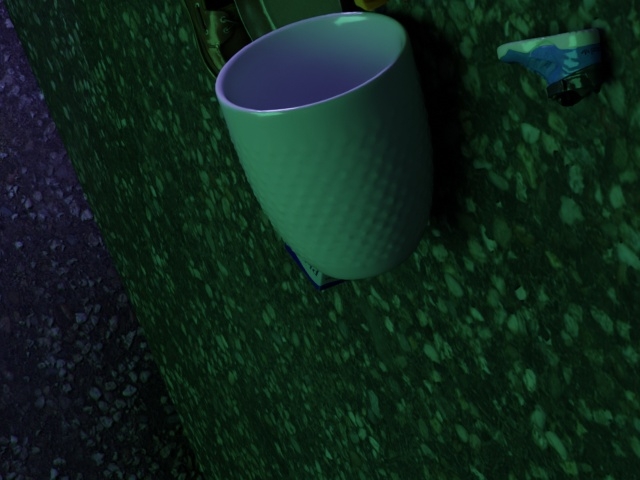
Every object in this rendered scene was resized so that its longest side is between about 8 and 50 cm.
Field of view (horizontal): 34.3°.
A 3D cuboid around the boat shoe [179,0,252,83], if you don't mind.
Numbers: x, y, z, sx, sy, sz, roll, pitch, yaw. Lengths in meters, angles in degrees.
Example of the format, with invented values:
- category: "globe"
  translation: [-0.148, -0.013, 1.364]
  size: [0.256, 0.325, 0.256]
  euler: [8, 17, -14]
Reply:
- category: "boat shoe"
  translation: [-0.171, -0.386, 1.859]
  size: [0.307, 0.111, 0.104]
  euler: [58, 151, 11]

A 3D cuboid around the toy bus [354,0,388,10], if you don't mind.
- category: "toy bus"
  translation: [0.069, -0.383, 1.370]
  size: [0.211, 0.149, 0.220]
  euler: [47, 155, 4]

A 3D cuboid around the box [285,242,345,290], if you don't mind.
- category: "box"
  translation: [0.000, 0.000, 1.894]
  size: [0.126, 0.072, 0.137]
  euler: [52, 152, 31]

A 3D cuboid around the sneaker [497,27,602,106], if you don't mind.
- category: "sneaker"
  translation: [0.266, -0.195, 1.205]
  size: [0.152, 0.058, 0.084]
  euler: [4, 106, 56]

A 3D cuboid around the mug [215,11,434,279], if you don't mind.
- category: "mug"
  translation: [0.012, -0.141, 1.534]
  size: [0.374, 0.276, 0.328]
  euler: [-126, 15, -54]

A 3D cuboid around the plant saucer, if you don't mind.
- category: "plant saucer"
  translation: [-0.043, -0.389, 1.646]
  size: [0.310, 0.050, 0.310]
  euler: [43, 149, 34]
